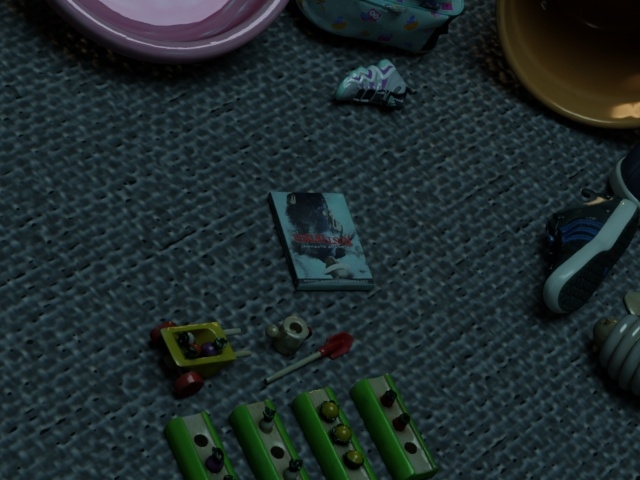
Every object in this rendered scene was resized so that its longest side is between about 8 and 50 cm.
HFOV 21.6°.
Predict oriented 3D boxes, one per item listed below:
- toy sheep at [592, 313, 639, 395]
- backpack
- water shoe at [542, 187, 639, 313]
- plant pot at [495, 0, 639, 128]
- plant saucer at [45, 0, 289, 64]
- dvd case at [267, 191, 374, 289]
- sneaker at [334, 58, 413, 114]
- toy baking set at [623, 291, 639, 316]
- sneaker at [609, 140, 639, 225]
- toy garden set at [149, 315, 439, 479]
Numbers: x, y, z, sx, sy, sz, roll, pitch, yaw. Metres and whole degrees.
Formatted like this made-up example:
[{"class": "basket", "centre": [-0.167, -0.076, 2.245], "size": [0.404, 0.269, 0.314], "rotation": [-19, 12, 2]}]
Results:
[{"class": "toy sheep", "centre": [0.338, 0.121, 1.734], "size": [0.132, 0.091, 0.091], "rotation": [30, 42, 25]}, {"class": "backpack", "centre": [0.062, -0.312, 1.919], "size": [0.188, 0.144, 0.166], "rotation": [1, 58, -23]}, {"class": "water shoe", "centre": [0.272, 0.011, 1.817], "size": [0.080, 0.073, 0.203], "rotation": [24, 37, 23]}, {"class": "plant pot", "centre": [0.355, -0.305, 1.987], "size": [0.291, 0.291, 0.203], "rotation": [25, 30, -6]}, {"class": "plant saucer", "centre": [-0.179, -0.343, 1.791], "size": [0.332, 0.084, 0.332], "rotation": [5, 78, -25]}, {"class": "dvd case", "centre": [0.000, 0.000, 1.711], "size": [0.087, 0.013, 0.119], "rotation": [1, 53, -26]}, {"class": "sneaker", "centre": [0.066, -0.162, 1.864], "size": [0.069, 0.038, 0.098], "rotation": [47, 48, 16]}, {"class": "toy baking set", "centre": [0.460, 0.121, 1.833], "size": [0.256, 0.030, 0.197], "rotation": [47, 48, 15]}, {"class": "sneaker", "centre": [0.510, -0.096, 1.959], "size": [0.350, 0.148, 0.131], "rotation": [-9, 57, -33]}, {"class": "toy garden set", "centre": [-0.028, 0.145, 1.549], "size": [0.244, 0.049, 0.204], "rotation": [-9, 58, -33]}]
